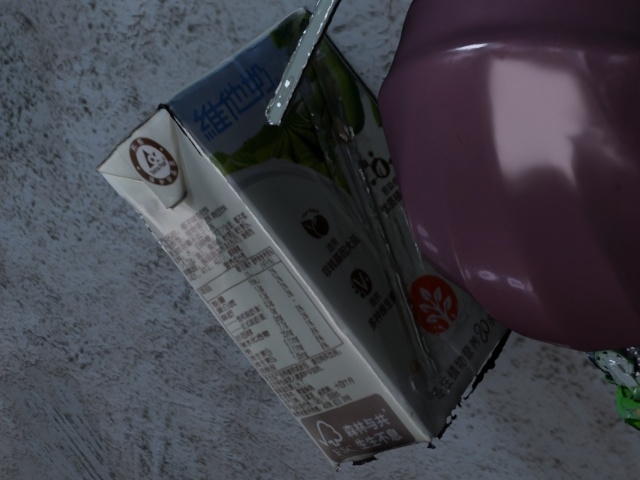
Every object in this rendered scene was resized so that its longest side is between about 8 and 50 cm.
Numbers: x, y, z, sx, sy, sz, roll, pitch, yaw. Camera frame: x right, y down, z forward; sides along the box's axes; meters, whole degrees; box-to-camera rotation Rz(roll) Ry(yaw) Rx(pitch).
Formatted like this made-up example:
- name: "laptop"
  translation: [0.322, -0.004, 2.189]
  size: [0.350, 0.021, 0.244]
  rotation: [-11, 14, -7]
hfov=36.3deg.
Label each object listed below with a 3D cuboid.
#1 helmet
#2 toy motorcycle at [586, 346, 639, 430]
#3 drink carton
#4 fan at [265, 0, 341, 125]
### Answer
- name: "helmet"
  translation: [0.165, -0.047, 0.637]
  size: [0.270, 0.197, 0.338]
  rotation: [2, 123, 34]
- name: "toy motorcycle"
  translation: [0.300, 0.123, 0.760]
  size: [0.190, 0.074, 0.106]
  rotation: [13, 139, 29]
- name: "drink carton"
  translation: [0.000, 0.001, 0.804]
  size: [0.132, 0.194, 0.325]
  rotation: [-29, 102, 46]
- name: "fan"
  translation: [0.029, -0.243, 0.618]
  size: [0.294, 0.012, 0.223]
  rotation: [-37, 63, 34]
